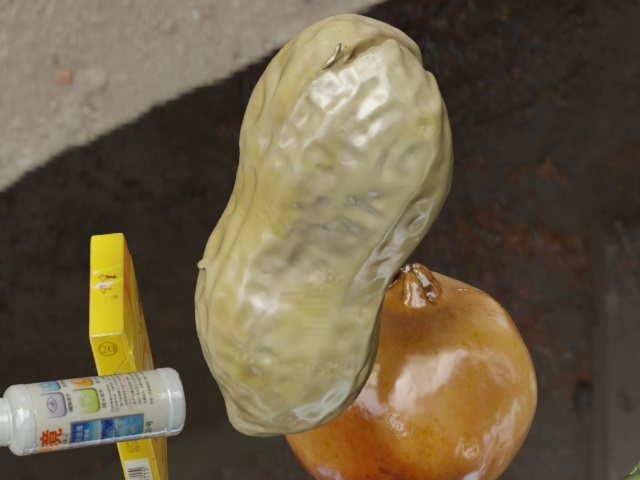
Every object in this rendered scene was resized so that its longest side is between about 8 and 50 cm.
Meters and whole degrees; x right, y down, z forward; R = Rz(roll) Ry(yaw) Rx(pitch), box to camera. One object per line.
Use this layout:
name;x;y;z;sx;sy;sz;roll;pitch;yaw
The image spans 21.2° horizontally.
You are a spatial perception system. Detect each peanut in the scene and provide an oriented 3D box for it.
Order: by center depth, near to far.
peanut;0.000;0.000;1.121;0.149;0.149;0.313;11;116;-16

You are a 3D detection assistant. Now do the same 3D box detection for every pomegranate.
pomegranate;0.065;0.121;1.381;0.209;0.209;0.209;-4;128;-5

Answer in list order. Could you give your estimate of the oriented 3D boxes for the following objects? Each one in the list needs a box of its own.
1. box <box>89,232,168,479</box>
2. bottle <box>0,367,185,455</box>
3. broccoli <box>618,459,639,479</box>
box;-0.190;0.142;1.710;0.043;0.152;0.269;-8;130;-2
bottle;-0.218;0.140;1.367;0.217;0.060;0.060;-4;130;-23
broccoli;0.161;0.309;1.019;0.338;0.277;0.318;-22;98;26
